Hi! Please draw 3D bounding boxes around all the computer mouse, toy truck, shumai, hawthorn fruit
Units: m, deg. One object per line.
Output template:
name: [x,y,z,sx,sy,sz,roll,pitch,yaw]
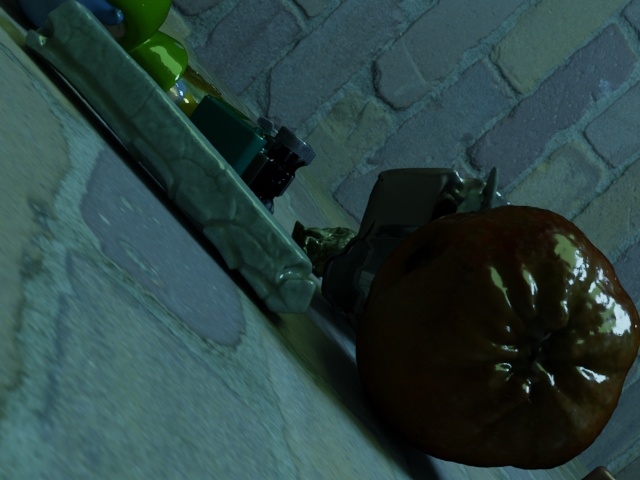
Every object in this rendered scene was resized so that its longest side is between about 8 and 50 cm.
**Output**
computer mouse: [0.119,-0.001,1.213,0.199,0.115,0.389,18,-32,-4]
toy truck: [-0.082,-0.085,1.165,0.124,0.114,0.253,37,5,-1]
shumai: [0.000,0.000,1.409,0.080,0.082,0.083,46,-16,-8]
hawthorn fruit: [0.158,0.090,1.006,0.258,0.258,0.262,49,0,14]

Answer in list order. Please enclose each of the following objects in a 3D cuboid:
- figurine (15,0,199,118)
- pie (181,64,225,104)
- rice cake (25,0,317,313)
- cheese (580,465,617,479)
figurine: [-0.204,-0.223,1.079,0.162,0.143,0.263,48,-8,49]
pie: [-0.211,-0.223,1.355,0.302,0.067,0.302,46,5,-5]
rice cake: [-0.121,-0.068,0.947,0.336,0.063,0.066,47,1,1]
cheese: [0.269,0.316,0.994,0.177,0.128,0.203,52,2,23]
